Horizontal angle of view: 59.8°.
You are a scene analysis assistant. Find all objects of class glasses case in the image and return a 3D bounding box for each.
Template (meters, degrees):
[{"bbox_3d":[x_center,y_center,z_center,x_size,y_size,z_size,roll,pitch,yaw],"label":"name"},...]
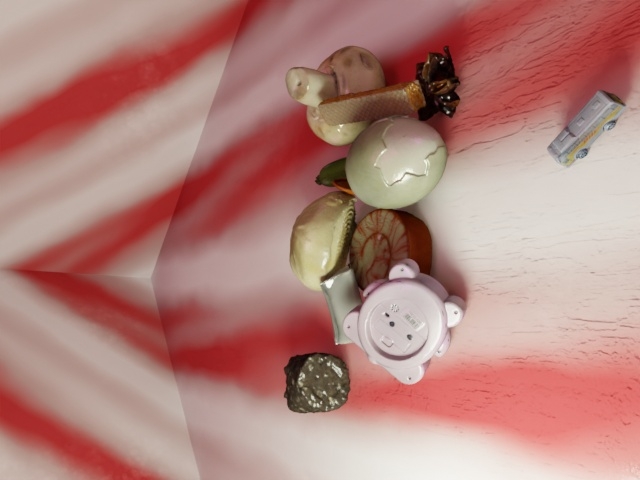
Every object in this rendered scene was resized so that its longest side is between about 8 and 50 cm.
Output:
[{"bbox_3d":[0.078,0.217,1.874,0.083,0.128,0.308,-128,20,-57],"label":"glasses case"}]

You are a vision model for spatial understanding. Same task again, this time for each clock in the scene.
[{"bbox_3d":[0.248,0.235,1.639,0.296,0.113,0.322,39,118,12],"label":"clock"}]

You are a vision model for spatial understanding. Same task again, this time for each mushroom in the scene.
[{"bbox_3d":[0.072,-0.512,2.013,0.353,0.353,0.325,-5,113,56],"label":"mushroom"}]

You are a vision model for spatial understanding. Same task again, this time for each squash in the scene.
[{"bbox_3d":[0.089,-0.262,2.099,0.379,0.102,0.101,-8,78,58],"label":"squash"}]

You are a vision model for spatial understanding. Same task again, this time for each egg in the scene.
[{"bbox_3d":[0.238,-0.244,1.702,0.336,0.278,0.278,-25,64,51],"label":"egg"}]

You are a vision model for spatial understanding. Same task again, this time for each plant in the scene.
[{"bbox_3d":[-0.034,0.519,2.037,0.312,0.213,0.215,155,115,-63],"label":"plant"}]

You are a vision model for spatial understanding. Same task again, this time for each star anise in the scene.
[{"bbox_3d":[0.362,-0.464,1.698,0.220,0.126,0.190,174,89,-70],"label":"star anise"}]

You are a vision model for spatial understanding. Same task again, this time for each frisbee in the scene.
[{"bbox_3d":[0.134,-0.174,1.927,0.192,0.192,0.035,39,122,53],"label":"frisbee"}]

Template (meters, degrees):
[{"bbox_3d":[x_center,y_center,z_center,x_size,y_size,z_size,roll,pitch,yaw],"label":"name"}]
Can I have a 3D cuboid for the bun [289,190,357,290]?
[{"bbox_3d":[-0.003,-0.004,1.946,0.364,0.202,0.364,14,-90,-79],"label":"bun"}]

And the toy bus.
[{"bbox_3d":[0.620,-0.258,1.305,0.190,0.075,0.064,-55,43,35],"label":"toy bus"}]

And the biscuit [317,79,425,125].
[{"bbox_3d":[0.153,-0.431,1.778,0.379,0.094,0.054,2,41,41],"label":"biscuit"}]

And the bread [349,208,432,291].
[{"bbox_3d":[0.225,0.044,1.816,0.328,0.114,0.295,29,108,56],"label":"bread"}]
